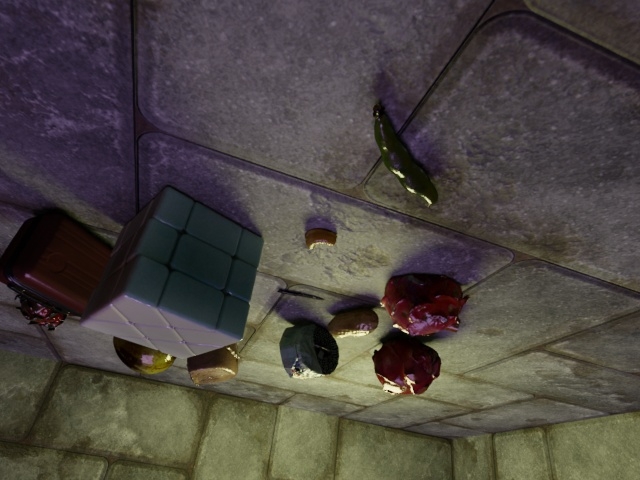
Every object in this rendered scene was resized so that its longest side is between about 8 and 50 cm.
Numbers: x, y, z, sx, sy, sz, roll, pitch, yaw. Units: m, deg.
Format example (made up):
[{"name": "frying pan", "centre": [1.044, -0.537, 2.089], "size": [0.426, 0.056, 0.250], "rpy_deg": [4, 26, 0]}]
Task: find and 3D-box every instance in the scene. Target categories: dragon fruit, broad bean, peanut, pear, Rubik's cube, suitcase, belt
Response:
[{"name": "dragon fruit", "centre": [-1.084, 0.251, 1.638], "size": [0.183, 0.182, 0.188], "rpy_deg": [2, 155, 10]}, {"name": "broad bean", "centre": [0.165, -0.159, 0.848], "size": [0.060, 0.043, 0.297], "rpy_deg": [-24, 135, 25]}, {"name": "peanut", "centre": [0.118, 0.309, 1.524], "size": [0.226, 0.095, 0.108], "rpy_deg": [-21, 134, 38]}, {"name": "pear", "centre": [-0.702, 0.409, 1.709], "size": [0.284, 0.283, 0.283], "rpy_deg": [6, 147, 4]}, {"name": "dragon fruit", "centre": [0.331, 0.503, 1.667], "size": [0.315, 0.250, 0.250], "rpy_deg": [3, 151, 39]}, {"name": "Rubik's cube", "centre": [-0.388, 0.106, 1.125], "size": [0.322, 0.315, 0.319], "rpy_deg": [31, 141, -32]}, {"name": "suitcase", "centre": [-0.758, 0.081, 1.238], "size": [0.161, 0.236, 0.297], "rpy_deg": [-6, 144, 21]}, {"name": "dragon fruit", "centre": [0.306, 0.196, 1.251], "size": [0.274, 0.161, 0.126], "rpy_deg": [-3, 148, 20]}, {"name": "belt", "centre": [-0.047, 0.450, 1.676], "size": [0.150, 0.206, 0.258], "rpy_deg": [-22, 144, 34]}]

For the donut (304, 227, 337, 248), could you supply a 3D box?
[{"name": "donut", "centre": [0.000, 0.000, 1.131], "size": [0.083, 0.037, 0.067], "rpy_deg": [16, 143, -9]}]

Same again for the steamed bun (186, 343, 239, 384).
[{"name": "steamed bun", "centre": [-0.443, 0.480, 1.775], "size": [0.199, 0.251, 0.301], "rpy_deg": [-1, 152, -2]}]

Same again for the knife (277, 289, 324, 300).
[{"name": "knife", "centre": [-0.067, 0.194, 1.468], "size": [0.170, 0.010, 0.023], "rpy_deg": [13, 153, -11]}]

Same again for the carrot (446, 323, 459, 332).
[{"name": "carrot", "centre": [0.372, 0.273, 1.456], "size": [0.210, 0.061, 0.061], "rpy_deg": [8, 147, 8]}]
